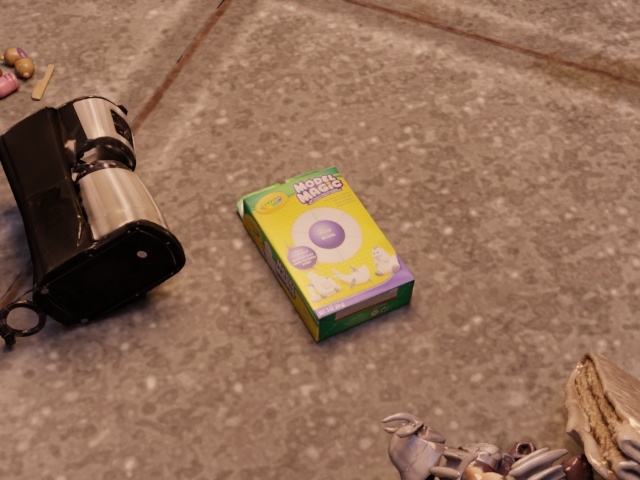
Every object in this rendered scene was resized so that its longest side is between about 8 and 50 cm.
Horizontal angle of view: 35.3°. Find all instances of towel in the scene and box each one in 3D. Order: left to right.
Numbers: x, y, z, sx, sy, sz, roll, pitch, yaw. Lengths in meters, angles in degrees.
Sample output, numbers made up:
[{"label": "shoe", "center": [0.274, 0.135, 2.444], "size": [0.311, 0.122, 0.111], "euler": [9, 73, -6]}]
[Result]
[{"label": "towel", "center": [0.261, 0.166, 0.710], "size": [0.187, 0.282, 0.049], "euler": [38, 99, 8]}]

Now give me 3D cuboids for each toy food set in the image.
[{"label": "toy food set", "center": [-0.356, -0.185, 1.088], "size": [0.122, 0.019, 0.078], "euler": [8, 51, 2]}]

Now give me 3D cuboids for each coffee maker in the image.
[{"label": "coffee maker", "center": [-0.230, -0.026, 0.907], "size": [0.171, 0.120, 0.178], "euler": [-17, 54, -16]}]

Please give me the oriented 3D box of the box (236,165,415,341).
[{"label": "box", "center": [0.000, 0.000, 0.952], "size": [0.105, 0.043, 0.179], "euler": [-21, 54, -20]}]

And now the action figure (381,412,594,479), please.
[{"label": "action figure", "center": [0.170, 0.198, 0.738], "size": [0.285, 0.185, 0.099], "euler": [28, 88, 0]}]
